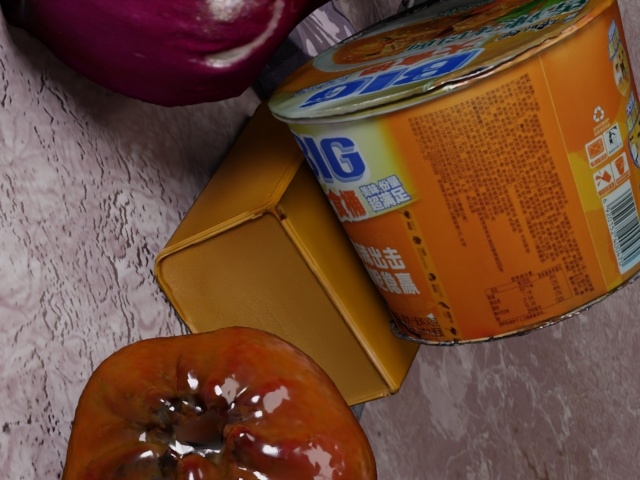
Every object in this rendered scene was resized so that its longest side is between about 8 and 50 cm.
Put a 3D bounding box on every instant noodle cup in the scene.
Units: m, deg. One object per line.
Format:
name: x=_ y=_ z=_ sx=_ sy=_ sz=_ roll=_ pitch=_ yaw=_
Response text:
instant noodle cup: x=0.127 y=-0.061 z=1.518 sx=0.296 sy=0.296 sz=0.214 roll=-49 pitch=123 yaw=-58

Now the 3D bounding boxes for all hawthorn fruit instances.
hawthorn fruit: x=-0.062 y=0.187 z=1.389 sx=0.261 sy=0.224 sz=0.224 roll=62 pitch=22 yaw=-56

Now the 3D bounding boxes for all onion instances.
onion: x=-0.027 y=-0.271 z=1.519 sx=0.420 sy=0.398 sz=0.398 roll=19 pitch=49 yaw=-16

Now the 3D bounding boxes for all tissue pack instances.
tissue pack: x=0.000 y=0.000 z=1.663 sx=0.194 sy=0.145 sz=0.274 roll=56 pitch=32 yaw=-17

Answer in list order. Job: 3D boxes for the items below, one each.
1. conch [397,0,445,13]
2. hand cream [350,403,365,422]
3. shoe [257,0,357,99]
conch: x=0.179 y=-0.182 z=2.070 sx=0.275 sy=0.182 sz=0.149 roll=64 pitch=-4 yaw=-11
hand cream: x=0.009 y=0.144 z=1.680 sx=0.079 sy=0.048 sz=0.255 roll=51 pitch=36 yaw=-19
shoe: x=-0.011 y=-0.188 z=1.819 sx=0.245 sy=0.095 sz=0.138 roll=37 pitch=44 yaw=-33
